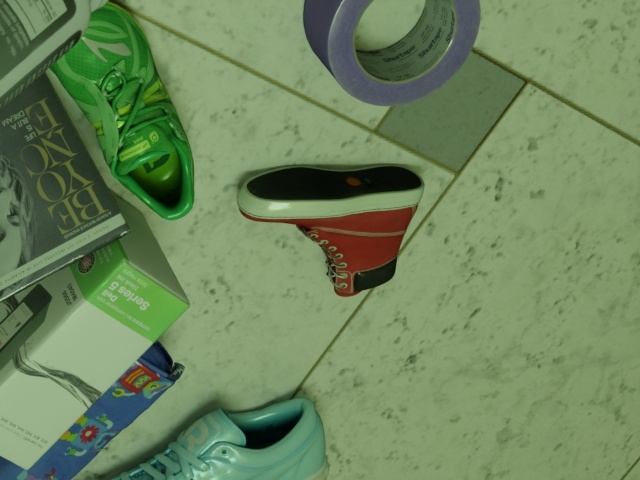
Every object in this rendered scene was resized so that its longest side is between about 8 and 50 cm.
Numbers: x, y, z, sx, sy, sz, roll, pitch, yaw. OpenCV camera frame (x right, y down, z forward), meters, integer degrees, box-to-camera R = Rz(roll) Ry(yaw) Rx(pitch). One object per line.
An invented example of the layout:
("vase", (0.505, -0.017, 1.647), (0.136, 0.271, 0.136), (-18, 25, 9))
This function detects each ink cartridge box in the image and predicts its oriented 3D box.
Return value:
("ink cartridge box", (-0.301, 0.088, 1.776), (0.273, 0.198, 0.115), (-45, 130, 9))

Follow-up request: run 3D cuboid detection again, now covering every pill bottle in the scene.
("pill bottle", (-0.325, -0.216, 1.512), (0.283, 0.161, 0.161), (-47, 137, -28))

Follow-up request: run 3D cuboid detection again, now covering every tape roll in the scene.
("tape roll", (0.081, -0.253, 1.795), (0.189, 0.080, 0.189), (-13, 127, -17))

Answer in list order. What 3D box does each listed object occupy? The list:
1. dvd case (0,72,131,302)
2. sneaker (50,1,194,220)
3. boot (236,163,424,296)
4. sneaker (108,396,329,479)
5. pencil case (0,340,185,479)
("dvd case", (-0.324, -0.066, 1.673), (0.164, 0.221, 0.018), (-29, 175, -5))
("sneaker", (-0.203, -0.141, 1.709), (0.109, 0.123, 0.295), (-32, 130, -1))
("boot", (0.000, 0.000, 1.937), (0.244, 0.088, 0.176), (-2, 125, -29))
("sneaker", (-0.163, 0.286, 2.045), (0.366, 0.135, 0.150), (-17, 122, -25))
("pencil case", (-0.302, 0.219, 1.924), (0.306, 0.119, 0.133), (-47, 138, 11))
